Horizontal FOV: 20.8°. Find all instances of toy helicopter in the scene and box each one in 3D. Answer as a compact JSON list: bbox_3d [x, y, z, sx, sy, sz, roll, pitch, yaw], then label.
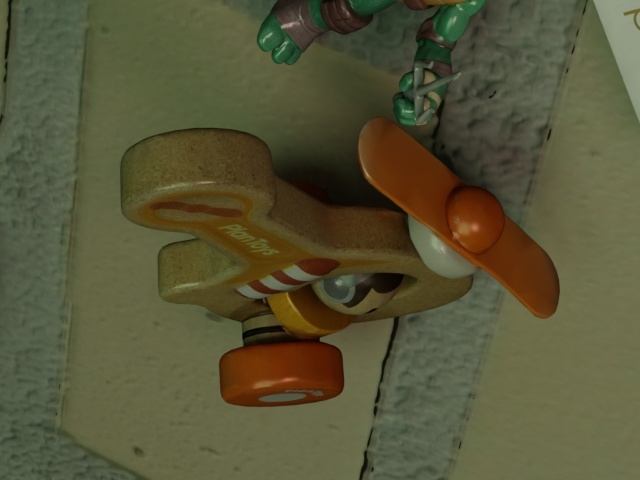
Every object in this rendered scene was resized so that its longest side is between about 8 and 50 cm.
[{"bbox_3d":[0.000,0.000,1.036,0.234,0.355,0.140,-9,74,19],"label":"toy helicopter"}]

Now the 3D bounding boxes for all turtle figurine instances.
[{"bbox_3d":[0.050,-0.158,1.021,0.234,0.118,0.175,6,115,43],"label":"turtle figurine"}]

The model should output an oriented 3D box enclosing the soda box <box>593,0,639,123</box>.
[{"bbox_3d":[0.198,-0.144,0.973,0.073,0.069,0.216,-12,113,34],"label":"soda box"}]
